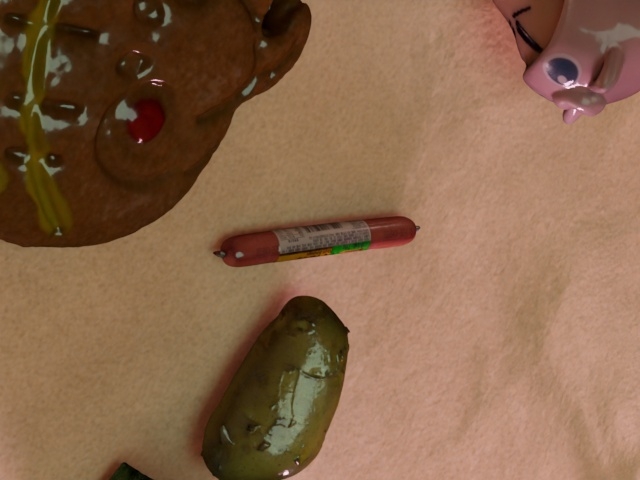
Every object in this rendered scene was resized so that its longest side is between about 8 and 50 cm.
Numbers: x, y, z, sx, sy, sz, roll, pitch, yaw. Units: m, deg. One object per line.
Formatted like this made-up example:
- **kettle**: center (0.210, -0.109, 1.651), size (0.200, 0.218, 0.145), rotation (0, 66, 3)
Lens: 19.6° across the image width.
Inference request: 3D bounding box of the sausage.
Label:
- **sausage**: center (0.000, 0.000, 1.671), size (0.223, 0.029, 0.029), rotation (-7, 116, -33)

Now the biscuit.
- **biscuit**: center (-0.148, -0.179, 1.449), size (0.350, 0.070, 0.394), rotation (2, 110, -36)

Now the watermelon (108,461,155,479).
- **watermelon**: center (-0.084, 0.316, 1.688), size (0.140, 0.193, 0.256), rotation (-55, 145, 1)

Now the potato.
- **potato**: center (-0.036, 0.139, 1.682), size (0.105, 0.085, 0.188), rotation (22, 95, -18)

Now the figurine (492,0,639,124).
- **figurine**: center (0.236, -0.253, 1.664), size (0.186, 0.176, 0.287), rotation (13, 87, 2)
